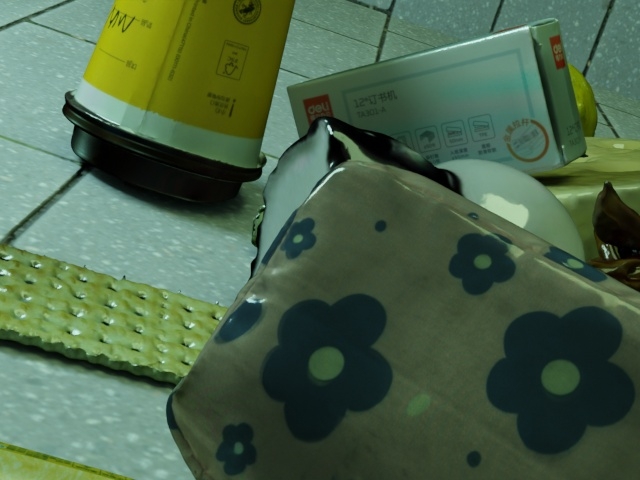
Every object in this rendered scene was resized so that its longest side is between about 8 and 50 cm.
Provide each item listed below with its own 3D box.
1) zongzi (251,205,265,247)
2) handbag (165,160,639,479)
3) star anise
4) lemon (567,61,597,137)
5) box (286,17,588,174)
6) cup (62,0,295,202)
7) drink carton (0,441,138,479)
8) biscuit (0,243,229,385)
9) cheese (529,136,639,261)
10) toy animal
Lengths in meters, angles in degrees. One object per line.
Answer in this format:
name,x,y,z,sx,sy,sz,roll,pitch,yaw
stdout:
zongzi,0.000,0.000,1.137,0.104,0.052,0.113,17,3,12
handbag,0.080,0.106,0.628,0.251,0.190,0.193,30,-9,28
star anise,0.276,0.041,1.067,0.196,0.111,0.212,45,51,2
lemon,0.259,-0.162,1.693,0.206,0.174,0.173,11,11,32
box,0.109,-0.113,1.243,0.269,0.135,0.079,-11,9,30
cup,-0.113,-0.184,1.195,0.196,0.280,0.196,18,11,-4
drink carton,-0.093,0.137,0.554,0.199,0.084,0.074,16,-8,-6
biscuit,-0.140,0.051,0.872,0.231,0.016,0.139,16,18,-11
cheese,0.304,-0.036,1.335,0.383,0.104,0.384,-3,12,1
toy animal,0.079,0.015,0.969,0.235,0.165,0.187,13,22,-26
